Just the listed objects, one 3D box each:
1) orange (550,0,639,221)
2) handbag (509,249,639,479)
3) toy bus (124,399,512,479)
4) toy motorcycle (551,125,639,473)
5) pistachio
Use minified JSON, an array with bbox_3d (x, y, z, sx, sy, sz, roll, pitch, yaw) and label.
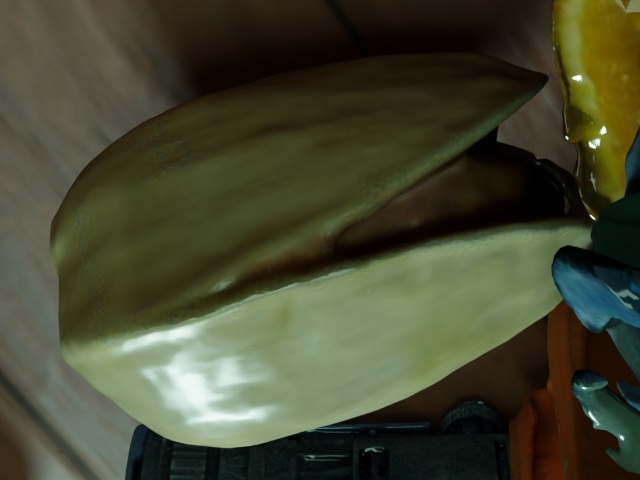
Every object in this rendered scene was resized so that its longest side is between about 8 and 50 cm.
[{"bbox_3d":[0.247,-0.100,0.644,0.274,0.310,0.274,0,90,-25],"label":"orange"},{"bbox_3d":[0.284,0.158,0.778,0.410,0.303,0.116,14,124,-7],"label":"handbag"},{"bbox_3d":[0.025,0.138,0.899,0.236,0.079,0.094,-1,124,1],"label":"toy bus"},{"bbox_3d":[0.209,0.044,0.624,0.260,0.154,0.206,32,141,7],"label":"toy motorcycle"},{"bbox_3d":[0.000,0.000,0.767,0.229,0.157,0.157,-20,120,6],"label":"pistachio"}]
